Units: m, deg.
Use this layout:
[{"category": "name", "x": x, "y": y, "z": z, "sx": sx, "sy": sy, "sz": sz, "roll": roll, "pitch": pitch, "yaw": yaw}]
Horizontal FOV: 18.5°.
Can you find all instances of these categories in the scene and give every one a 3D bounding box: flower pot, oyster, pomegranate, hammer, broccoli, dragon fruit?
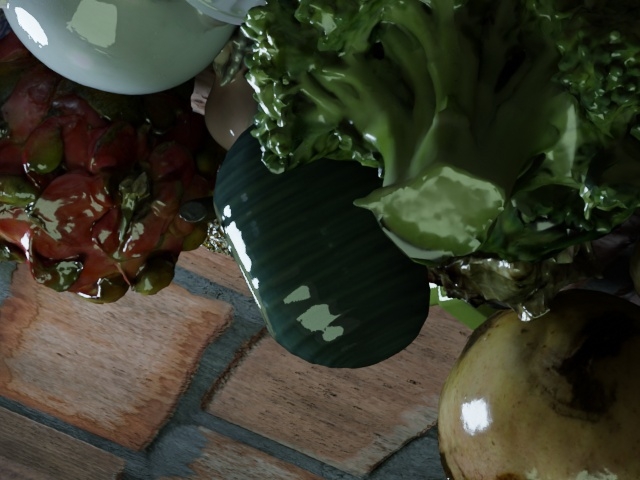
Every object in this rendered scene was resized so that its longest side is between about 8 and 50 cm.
[{"category": "flower pot", "x": 0.000, "y": 0.000, "z": 1.766, "sx": 0.157, "sy": 0.243, "sz": 0.189, "roll": -25, "pitch": 168, "yaw": -3}, {"category": "oyster", "x": 0.217, "y": 0.018, "z": 2.002, "sx": 0.361, "sy": 0.221, "sz": 0.096, "roll": 174, "pitch": 73, "yaw": -83}, {"category": "pomegranate", "x": 0.281, "y": 0.201, "z": 2.091, "sx": 0.322, "sy": 0.322, "sz": 0.322, "roll": 17, "pitch": 156, "yaw": 8}, {"category": "hammer", "x": -0.039, "y": -0.049, "z": 2.060, "sx": 0.111, "sy": 0.043, "sz": 0.365, "roll": 1, "pitch": -174, "yaw": 28}, {"category": "broccoli", "x": 0.132, "y": -0.114, "z": 1.576, "sx": 0.338, "sy": 0.317, "sz": 0.277, "roll": 8, "pitch": 125, "yaw": -27}, {"category": "dragon fruit", "x": -0.233, "y": -0.056, "z": 2.028, "sx": 0.263, "sy": 0.314, "sz": 0.296, "roll": 45, "pitch": 164, "yaw": 26}]

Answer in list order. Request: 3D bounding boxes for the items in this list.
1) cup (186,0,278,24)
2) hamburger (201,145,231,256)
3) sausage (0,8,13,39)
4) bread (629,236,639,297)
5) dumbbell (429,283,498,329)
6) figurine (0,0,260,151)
[{"category": "cup", "x": -0.013, "y": -0.302, "z": 1.669, "sx": 0.202, "sy": 0.221, "sz": 0.167, "roll": -35, "pitch": 76, "yaw": 58}, {"category": "hamburger", "x": -0.122, "y": -0.048, "z": 2.288, "sx": 0.189, "sy": 0.093, "sz": 0.164, "roll": 25, "pitch": 153, "yaw": 31}, {"category": "sausage", "x": -0.381, "y": -0.249, "z": 2.068, "sx": 0.123, "sy": 0.123, "sz": 0.347, "roll": -2, "pitch": 148, "yaw": 41}, {"category": "bread", "x": 0.430, "y": 0.026, "z": 2.002, "sx": 0.230, "sy": 0.123, "sz": 0.230, "roll": 19, "pitch": 162, "yaw": 6}, {"category": "dumbbell", "x": 0.115, "y": 0.058, "z": 2.331, "sx": 0.108, "sy": 0.121, "sz": 0.302, "roll": 3, "pitch": 171, "yaw": -38}, {"category": "figurine", "x": -0.138, "y": -0.212, "z": 1.833, "sx": 0.361, "sy": 0.211, "sz": 0.253, "roll": 35, "pitch": 161, "yaw": -27}]
